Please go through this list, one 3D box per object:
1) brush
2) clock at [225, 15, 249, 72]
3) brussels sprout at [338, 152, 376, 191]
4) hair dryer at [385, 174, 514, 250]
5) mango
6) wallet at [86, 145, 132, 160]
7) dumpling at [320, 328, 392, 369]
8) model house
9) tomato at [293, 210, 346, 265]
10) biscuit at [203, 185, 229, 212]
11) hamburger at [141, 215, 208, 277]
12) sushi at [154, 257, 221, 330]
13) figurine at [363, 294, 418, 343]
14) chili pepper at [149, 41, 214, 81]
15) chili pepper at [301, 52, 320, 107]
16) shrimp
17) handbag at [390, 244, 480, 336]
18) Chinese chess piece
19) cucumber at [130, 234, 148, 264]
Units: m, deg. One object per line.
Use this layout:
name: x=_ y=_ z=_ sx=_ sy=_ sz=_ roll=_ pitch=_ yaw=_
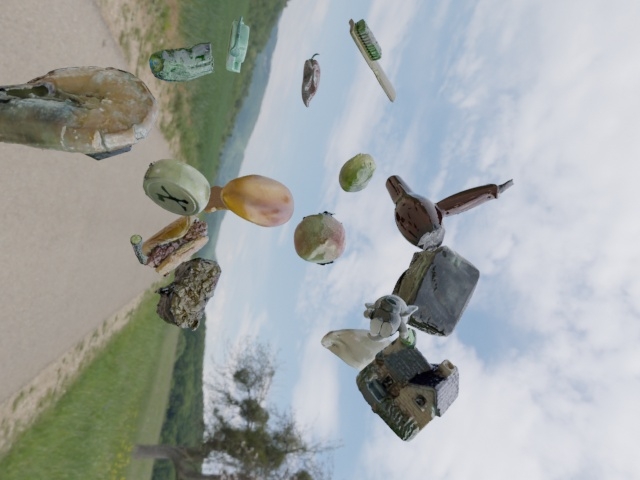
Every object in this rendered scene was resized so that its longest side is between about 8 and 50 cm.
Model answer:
brush: x=0.156 y=-0.486 z=1.281 sx=0.048 sy=0.282 sz=0.054 roll=-11 pitch=-120 yaw=27
clock: x=-0.316 y=-0.758 z=1.802 sx=0.211 sy=0.066 sz=0.159 roll=153 pitch=-57 yaw=-70
brussels sprout: x=0.155 y=-0.292 z=2.047 sx=0.181 sy=0.144 sz=0.161 roll=-38 pitch=153 yaw=-20
hair dryer: x=0.367 y=-0.129 z=1.343 sx=0.312 sy=0.341 sz=0.123 roll=-102 pitch=168 yaw=-50
mango: x=-0.239 y=-0.156 z=1.817 sx=0.199 sy=0.350 sz=0.201 roll=7 pitch=-91 yaw=32
wallet: x=-0.828 y=-0.358 z=1.702 sx=0.318 sy=0.173 sz=0.045 roll=19 pitch=60 yaw=-82
dumpling: x=0.169 y=0.486 z=2.050 sx=0.260 sy=0.342 sz=0.181 roll=117 pitch=-35 yaw=-58
model house: x=0.328 y=0.487 z=1.664 sx=0.298 sy=0.243 sz=0.284 roll=48 pitch=-58 yaw=19
tomato: x=0.000 y=0.000 z=2.614 sx=0.303 sy=0.304 sz=0.238 roll=120 pitch=-23 yaw=-50
biscuit: x=-0.469 y=-0.187 z=2.119 sx=0.040 sy=0.237 sz=0.143 roll=59 pitch=34 yaw=-44
hamburger: x=-0.539 y=0.005 z=1.793 sx=0.245 sy=0.155 sz=0.282 roll=-41 pitch=-175 yaw=-2
sushi: x=-0.380 y=0.139 z=1.349 sx=0.115 sy=0.147 sz=0.212 roll=-11 pitch=-134 yaw=56
figurine: x=0.177 y=0.199 z=1.230 sx=0.192 sy=0.147 sz=0.126 roll=-33 pitch=130 yaw=-67
chili pepper: x=-0.365 y=-0.482 z=1.273 sx=0.224 sy=0.061 sz=0.097 roll=-39 pitch=151 yaw=-51
chili pepper: x=-0.028 y=-0.457 z=1.339 sx=0.050 sy=0.041 sz=0.153 roll=36 pitch=-44 yaw=31
shrimp: x=-0.563 y=-0.277 z=0.958 sx=0.110 sy=0.446 sz=0.221 roll=110 pitch=-24 yaw=-63
handbag: x=0.430 y=0.196 z=1.849 sx=0.340 sy=0.247 sz=0.240 roll=-61 pitch=-170 yaw=-11
Chinese chess piece: x=-0.500 y=-0.180 z=1.628 sx=0.237 sy=0.238 sz=0.092 roll=128 pitch=-17 yaw=-60
cucumber: x=-0.818 y=0.041 z=2.128 sx=0.187 sy=0.058 sz=0.058 roll=99 pitch=-5 yaw=-56
